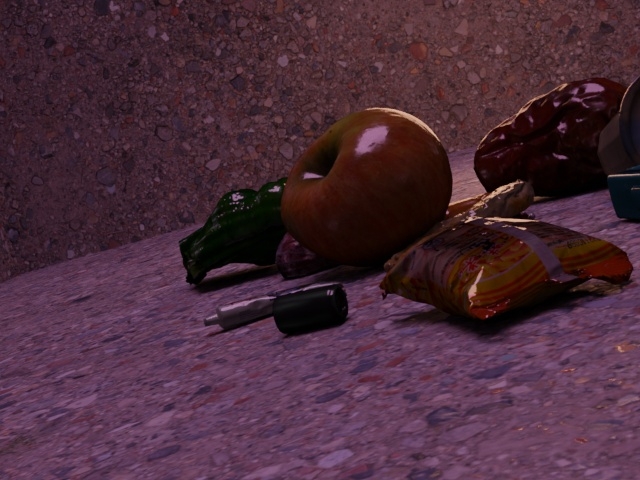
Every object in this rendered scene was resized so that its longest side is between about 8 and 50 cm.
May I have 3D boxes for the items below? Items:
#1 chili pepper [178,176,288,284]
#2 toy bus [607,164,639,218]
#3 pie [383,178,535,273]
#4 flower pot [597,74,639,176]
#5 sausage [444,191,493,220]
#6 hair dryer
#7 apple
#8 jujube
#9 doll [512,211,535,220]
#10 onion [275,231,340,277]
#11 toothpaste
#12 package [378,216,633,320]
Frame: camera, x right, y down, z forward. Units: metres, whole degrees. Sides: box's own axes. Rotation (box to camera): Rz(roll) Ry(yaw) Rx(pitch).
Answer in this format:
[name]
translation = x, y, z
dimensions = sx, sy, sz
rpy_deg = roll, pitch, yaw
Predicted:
[chili pepper]
translation = -0.169, -0.019, 2.280
dimensions = 0.385, 0.167, 0.213
rpy_deg = -23, -16, 32
[toy bus]
translation = 0.497, -0.072, 1.592
dimensions = 0.091, 0.079, 0.160
rpy_deg = -17, 6, -12
[pie]
translation = 0.224, -0.017, 1.755
dimensions = 0.274, 0.055, 0.274
rpy_deg = -31, 1, 0
[flower pot]
translation = 0.566, -0.165, 1.788
dimensions = 0.212, 0.212, 0.202
rpy_deg = -17, -8, -6
[sausage]
translation = 0.279, -0.055, 2.070
dimensions = 0.183, 0.054, 0.062
rpy_deg = -19, 39, -36
[hair dryer]
translation = 0.009, 0.090, 1.611
dimensions = 0.100, 0.057, 0.197
rpy_deg = -12, 3, 20
[apple]
translation = 0.091, -0.082, 1.941
dimensions = 0.309, 0.250, 0.277
rpy_deg = -33, 35, 30
[jujube]
translation = 0.460, -0.188, 2.112
dimensions = 0.342, 0.216, 0.216
rpy_deg = -24, 2, 31
[doll]
translation = 0.331, -0.028, 1.804
dimensions = 0.057, 0.039, 0.114
rpy_deg = 12, 9, 1
[onion]
translation = 0.000, 0.000, 2.112
dimensions = 0.206, 0.098, 0.151
rpy_deg = -21, 10, -27
[toothpaste]
translation = -0.078, 0.101, 1.758
dimensions = 0.233, 0.038, 0.060
rpy_deg = -16, 9, -15
[package]
translation = 0.211, 0.031, 1.345
dimensions = 0.223, 0.108, 0.288
rpy_deg = -22, 11, -23
